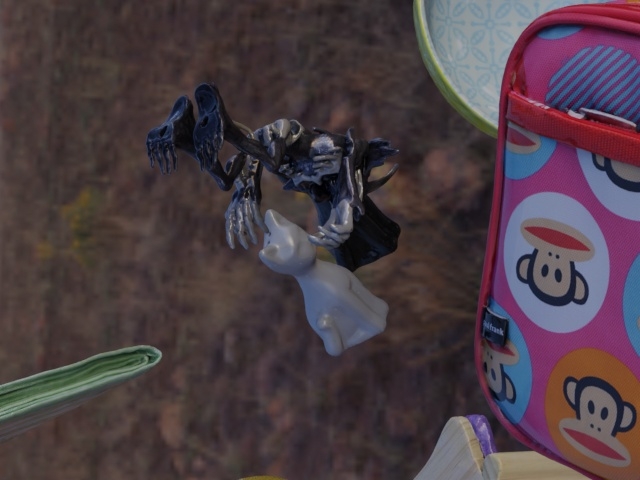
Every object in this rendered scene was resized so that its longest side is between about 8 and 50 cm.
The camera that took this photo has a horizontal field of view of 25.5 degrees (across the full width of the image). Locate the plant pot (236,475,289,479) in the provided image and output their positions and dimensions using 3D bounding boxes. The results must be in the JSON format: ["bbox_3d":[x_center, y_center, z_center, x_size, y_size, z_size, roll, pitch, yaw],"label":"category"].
[{"bbox_3d":[-0.059,0.257,1.273,0.081,0.083,0.081,-30,41,31],"label":"plant pot"}]

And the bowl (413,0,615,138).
[{"bbox_3d":[0.220,-0.218,1.439,0.156,0.289,0.289,136,135,-77],"label":"bowl"}]

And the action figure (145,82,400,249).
[{"bbox_3d":[-0.035,-0.056,1.381,0.164,0.275,0.141,-10,70,45],"label":"action figure"}]

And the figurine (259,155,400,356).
[{"bbox_3d":[0.000,0.000,1.727,0.092,0.209,0.215,-17,43,29],"label":"figurine"}]

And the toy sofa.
[{"bbox_3d":[0.152,0.339,1.456,0.362,0.150,0.177,-57,42,37],"label":"toy sofa"}]

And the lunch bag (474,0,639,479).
[{"bbox_3d":[0.209,0.002,0.604,0.293,0.120,0.258,22,114,43],"label":"lunch bag"}]

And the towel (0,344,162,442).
[{"bbox_3d":[-0.311,0.160,1.133,0.325,0.248,0.038,-28,81,46],"label":"towel"}]
